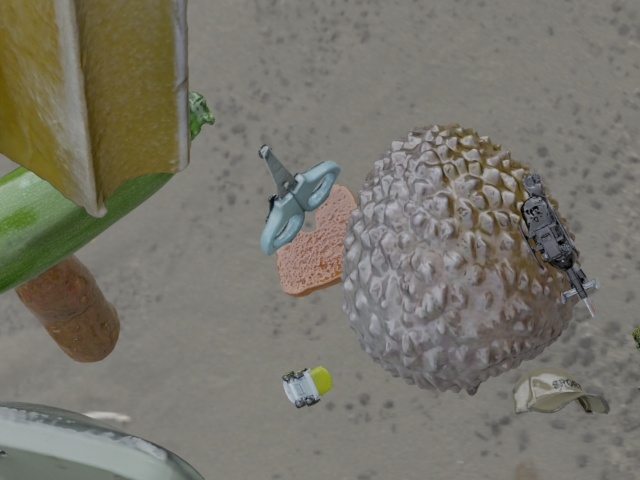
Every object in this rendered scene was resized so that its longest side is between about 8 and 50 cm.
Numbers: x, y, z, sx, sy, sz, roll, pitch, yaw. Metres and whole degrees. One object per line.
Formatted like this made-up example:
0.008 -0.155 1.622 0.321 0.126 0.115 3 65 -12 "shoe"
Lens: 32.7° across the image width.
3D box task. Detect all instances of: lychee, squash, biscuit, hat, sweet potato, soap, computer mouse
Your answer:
0.206 0.035 1.644 0.380 0.380 0.432 6 116 37 "lychee"
-0.270 -0.038 1.105 0.395 0.107 0.107 -35 52 -20 "squash"
0.000 0.000 2.050 0.192 0.036 0.186 -22 67 19 "biscuit"
0.428 0.258 1.883 0.175 0.147 0.085 146 126 -71 "hat"
-0.430 0.071 1.766 0.131 0.337 0.131 -6 54 9 "sweet potato"
-0.196 -0.174 0.640 0.259 0.143 0.281 32 144 19 "soap"
-0.264 0.241 1.199 0.330 0.197 0.095 6 54 22 "computer mouse"

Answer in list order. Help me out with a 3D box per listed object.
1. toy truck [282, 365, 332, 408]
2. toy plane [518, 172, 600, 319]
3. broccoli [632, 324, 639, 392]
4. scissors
-0.024 0.285 2.165 0.111 0.077 0.076 -23 92 57 "toy truck"
0.299 0.014 1.352 0.053 0.078 0.197 -28 97 22 "toy plane"
0.462 0.159 1.412 0.120 0.130 0.131 -46 52 -11 "broccoli"
-0.054 -0.085 1.671 0.029 0.360 0.191 39 85 18 "scissors"
